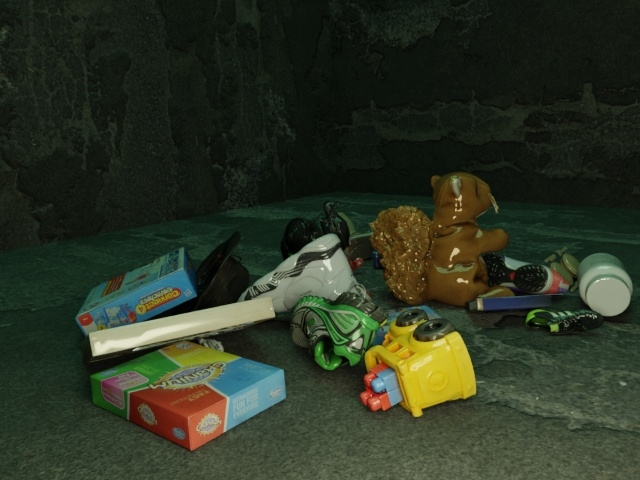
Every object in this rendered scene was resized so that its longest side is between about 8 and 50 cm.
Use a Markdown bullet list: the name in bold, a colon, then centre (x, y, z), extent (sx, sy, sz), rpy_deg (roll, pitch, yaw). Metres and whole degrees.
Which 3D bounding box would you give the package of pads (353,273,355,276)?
- **package of pads**: centre (0.073, 0.130, 2.028), extent (0.083, 0.032, 0.050), rpy_deg (-1, 14, 12)

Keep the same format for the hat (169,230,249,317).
- **hat**: centre (-0.295, 0.136, 1.797), extent (0.331, 0.134, 0.331), rpy_deg (-44, 18, 18)

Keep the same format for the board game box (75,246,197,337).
- **board game box**: centre (-0.505, 0.145, 1.728), extent (0.302, 0.086, 0.308), rpy_deg (-25, 15, -6)

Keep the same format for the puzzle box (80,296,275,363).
- **puzzle box**: centre (-0.338, 0.212, 1.439), extent (0.408, 0.052, 0.272), rpy_deg (-9, -10, -26)

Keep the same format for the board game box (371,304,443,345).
- **board game box**: centre (0.198, 0.214, 1.560), extent (0.211, 0.039, 0.160), rpy_deg (-7, 11, -10)

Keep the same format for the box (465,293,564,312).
- **box**: centre (0.508, 0.166, 1.610), extent (0.225, 0.037, 0.136), rpy_deg (-4, -10, 0)

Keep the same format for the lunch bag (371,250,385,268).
- **lunch bag**: centre (0.222, 0.063, 2.229), extent (0.065, 0.067, 0.098), rpy_deg (1, 13, 24)

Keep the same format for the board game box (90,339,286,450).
- **board game box**: centre (-0.265, 0.293, 1.225), extent (0.316, 0.064, 0.242), rpy_deg (6, 15, 39)

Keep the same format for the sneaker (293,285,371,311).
- **sneaker**: centre (0.015, 0.165, 1.777), extent (0.279, 0.107, 0.118), rpy_deg (6, -4, 26)

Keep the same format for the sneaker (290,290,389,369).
- **sneaker**: centre (0.007, 0.206, 1.358), extent (0.134, 0.146, 0.343), rpy_deg (37, -23, -12)

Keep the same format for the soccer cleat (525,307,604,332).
- **soccer cleat**: centre (0.592, 0.201, 1.495), extent (0.179, 0.060, 0.072), rpy_deg (-3, 18, 34)

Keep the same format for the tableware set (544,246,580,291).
- **tableware set**: centre (0.756, 0.096, 1.903), extent (0.194, 0.128, 0.039), rpy_deg (-18, -25, -47)

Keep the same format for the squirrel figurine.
- **squirrel figurine**: centre (0.347, -0.011, 1.795), extent (0.397, 0.371, 0.281), rpy_deg (-4, 12, -3)

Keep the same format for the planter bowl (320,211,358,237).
- **planter bowl**: centre (0.086, -0.019, 2.516), extent (0.109, 0.162, 0.162), rpy_deg (37, 33, 29)

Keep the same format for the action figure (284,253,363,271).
- **action figure**: centre (0.028, 0.077, 2.079), extent (0.280, 0.091, 0.139), rpy_deg (-7, -22, -22)

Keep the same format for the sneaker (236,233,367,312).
- **sneaker**: centre (-0.054, 0.161, 1.636), extent (0.366, 0.210, 0.137), rpy_deg (-37, -11, 15)

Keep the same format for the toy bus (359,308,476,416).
- **toy bus**: centre (0.160, 0.249, 1.200), extent (0.211, 0.149, 0.220), rpy_deg (-23, 15, -16)

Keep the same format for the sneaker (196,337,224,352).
- **sneaker**: centre (-0.253, 0.257, 1.443), extent (0.058, 0.052, 0.135), rpy_deg (-3, 11, -21)

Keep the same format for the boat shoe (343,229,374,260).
- **boat shoe**: centre (0.231, 0.003, 2.407), extent (0.324, 0.123, 0.116), rpy_deg (-4, 9, -14)

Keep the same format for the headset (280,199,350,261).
- **headset**: centre (0.000, 0.000, 2.135), extent (0.243, 0.185, 0.394), rpy_deg (-8, -30, -17)

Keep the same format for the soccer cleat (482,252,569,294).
- **soccer cleat**: centre (0.605, 0.110, 1.869), extent (0.116, 0.109, 0.318), rpy_deg (17, -2, -25)

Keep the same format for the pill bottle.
- **pill bottle**: centre (0.760, 0.119, 1.643), extent (0.131, 0.131, 0.229), rpy_deg (1, 12, 20)
